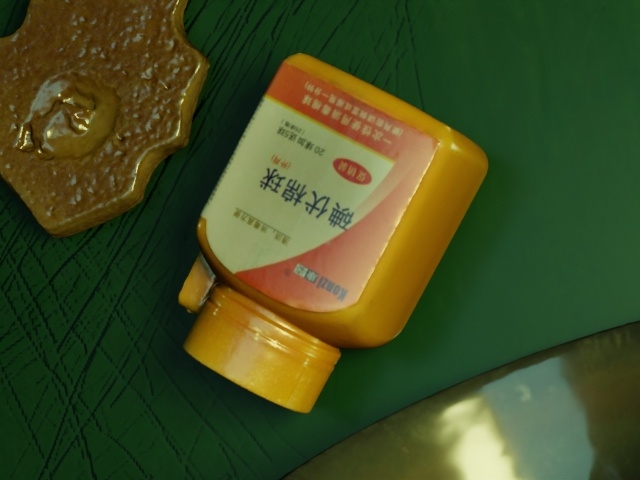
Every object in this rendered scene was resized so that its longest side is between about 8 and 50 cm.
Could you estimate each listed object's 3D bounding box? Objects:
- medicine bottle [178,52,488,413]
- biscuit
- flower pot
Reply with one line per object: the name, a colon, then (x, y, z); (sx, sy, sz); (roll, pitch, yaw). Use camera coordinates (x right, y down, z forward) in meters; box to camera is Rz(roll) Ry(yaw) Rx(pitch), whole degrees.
medicine bottle: (0.000, 0.000, 1.359); (0.149, 0.112, 0.222); (29, 93, 23)
biscuit: (-0.169, -0.119, 1.487); (0.215, 0.034, 0.182); (-48, 70, 6)
flower pot: (0.155, 0.213, 1.183); (0.379, 0.379, 0.251); (-23, 95, 17)
